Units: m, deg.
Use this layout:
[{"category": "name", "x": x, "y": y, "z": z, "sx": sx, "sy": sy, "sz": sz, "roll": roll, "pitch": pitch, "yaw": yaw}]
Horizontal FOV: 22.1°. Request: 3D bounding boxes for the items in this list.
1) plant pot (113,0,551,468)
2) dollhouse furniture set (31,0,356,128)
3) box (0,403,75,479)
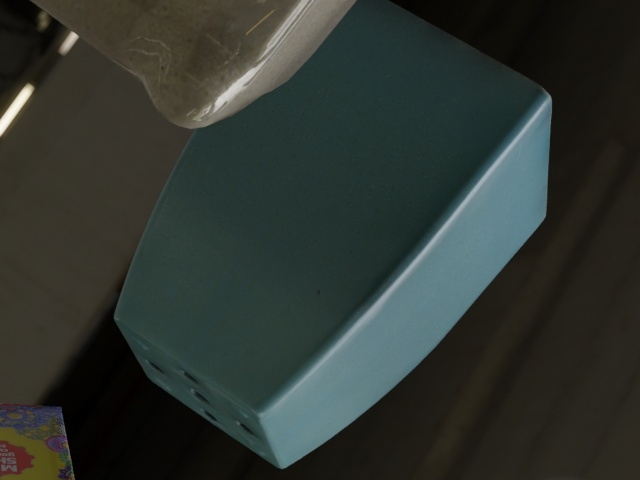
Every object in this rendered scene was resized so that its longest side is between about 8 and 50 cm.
[{"category": "plant pot", "x": 0.000, "y": 0.000, "z": 0.953, "sx": 0.234, "sy": 0.165, "sz": 0.166, "roll": -52, "pitch": 160, "yaw": -17}, {"category": "dollhouse furniture set", "x": 0.000, "y": -0.198, "z": 0.318, "sx": 0.301, "sy": 0.197, "sz": 0.151, "roll": -48, "pitch": -170, "yaw": 30}, {"category": "box", "x": -0.298, "y": 0.245, "z": 0.929, "sx": 0.177, "sy": 0.290, "sz": 0.279, "roll": -125, "pitch": -138, "yaw": -68}]
